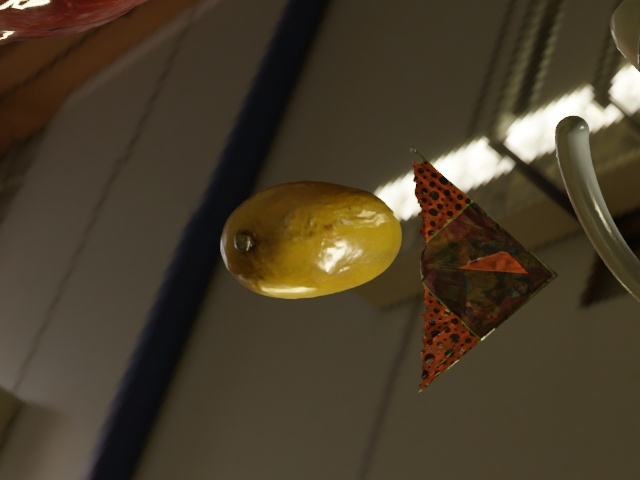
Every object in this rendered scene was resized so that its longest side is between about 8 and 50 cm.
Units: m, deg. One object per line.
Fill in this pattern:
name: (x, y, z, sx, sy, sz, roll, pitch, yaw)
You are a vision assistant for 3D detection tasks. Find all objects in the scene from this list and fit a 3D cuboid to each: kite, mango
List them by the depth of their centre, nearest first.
kite: (0.137, 0.026, 1.325, 0.008, 0.125, 0.222, 107, -15, -64)
mango: (0.000, 0.000, 1.706, 0.176, 0.119, 0.317, -16, 174, 23)

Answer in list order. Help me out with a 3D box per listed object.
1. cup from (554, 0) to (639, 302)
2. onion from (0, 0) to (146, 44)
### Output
cup: (0.190, -0.061, 0.651, 0.134, 0.142, 0.173, -33, 168, -36)
onion: (-0.138, -0.215, 0.635, 0.221, 0.281, 0.281, -39, -154, 49)
